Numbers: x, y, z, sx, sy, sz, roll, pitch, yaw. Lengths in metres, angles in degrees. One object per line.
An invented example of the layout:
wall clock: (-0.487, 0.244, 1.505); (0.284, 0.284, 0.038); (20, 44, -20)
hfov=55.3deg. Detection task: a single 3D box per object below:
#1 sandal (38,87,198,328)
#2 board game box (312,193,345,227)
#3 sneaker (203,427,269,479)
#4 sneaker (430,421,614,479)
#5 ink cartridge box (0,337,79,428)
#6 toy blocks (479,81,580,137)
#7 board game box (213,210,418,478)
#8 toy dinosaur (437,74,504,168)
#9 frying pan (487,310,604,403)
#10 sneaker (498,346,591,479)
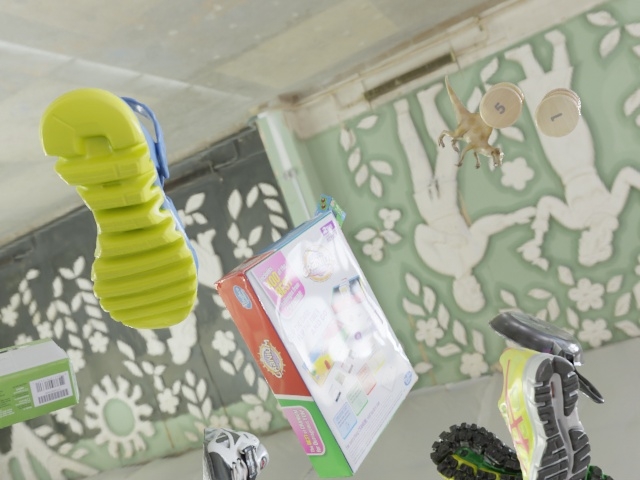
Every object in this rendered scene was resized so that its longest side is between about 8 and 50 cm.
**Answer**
sandal: (-0.210, -0.036, 0.705); (0.126, 0.317, 0.138); (-5, -148, -3)
board game box: (0.000, 0.000, 1.641); (0.039, 0.212, 0.160); (19, 173, 19)
sneaker: (-0.181, 0.473, 1.308); (0.146, 0.122, 0.330); (0, -177, -9)
sneaker: (0.345, 0.405, 0.965); (0.134, 0.146, 0.343); (-48, -147, -20)
ink cartridge box: (-0.626, 0.287, 1.262); (0.188, 0.097, 0.255); (-13, -170, -30)
toy blocks: (0.285, -0.182, 0.823); (0.123, 0.054, 0.148); (14, -157, 18)
board game box: (0.009, 0.142, 0.906); (0.064, 0.317, 0.242); (-22, -171, 37)
toy dinosaur: (0.252, -0.190, 1.055); (0.053, 0.183, 0.092); (-11, 156, -48)
frying pan: (0.418, 0.198, 1.160); (0.197, 0.053, 0.326); (21, -171, 12)
sneaker: (0.256, 0.217, 0.726); (0.081, 0.209, 0.094); (-13, -164, -21)
